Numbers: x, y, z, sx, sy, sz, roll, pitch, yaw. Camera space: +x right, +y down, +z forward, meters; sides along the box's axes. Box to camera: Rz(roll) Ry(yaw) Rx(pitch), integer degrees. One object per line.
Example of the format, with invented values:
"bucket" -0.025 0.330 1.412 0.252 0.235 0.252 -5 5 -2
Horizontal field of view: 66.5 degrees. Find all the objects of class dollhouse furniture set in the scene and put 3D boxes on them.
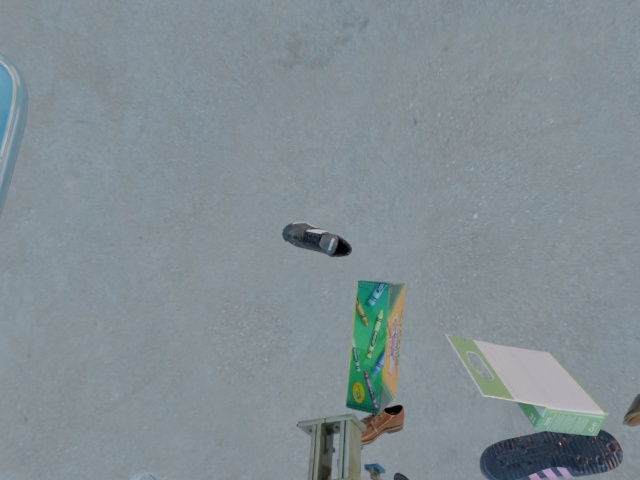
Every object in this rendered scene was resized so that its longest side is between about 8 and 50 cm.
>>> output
"dollhouse furniture set" 0.045 0.453 0.979 0.128 0.184 0.129 -17 44 24

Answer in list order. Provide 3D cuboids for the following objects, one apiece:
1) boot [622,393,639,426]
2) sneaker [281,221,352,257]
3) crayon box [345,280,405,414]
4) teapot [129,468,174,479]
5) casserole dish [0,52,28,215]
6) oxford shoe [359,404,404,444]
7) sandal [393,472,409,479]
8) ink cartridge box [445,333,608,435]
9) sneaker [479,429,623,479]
"boot" 0.750 0.389 1.036 0.152 0.197 0.073 33 62 26
"sneaker" 0.000 0.000 1.451 0.234 0.106 0.078 17 91 -33
"crayon box" 0.130 0.232 1.118 0.081 0.165 0.279 4 87 21
"teapot" -0.471 0.778 1.311 0.252 0.187 0.256 -43 75 20
"casserole dish" -0.266 -0.068 0.328 0.037 0.114 0.189 -4 74 45
"oxford shoe" 0.144 0.498 1.341 0.076 0.212 0.076 31 121 49
"sandal" 0.277 0.852 1.590 0.067 0.040 0.179 -20 82 43
"ink cartridge box" 0.343 0.248 0.851 0.234 0.171 0.056 10 112 -12
"sneaker" 0.528 0.506 1.147 0.318 0.131 0.112 -5 58 0
